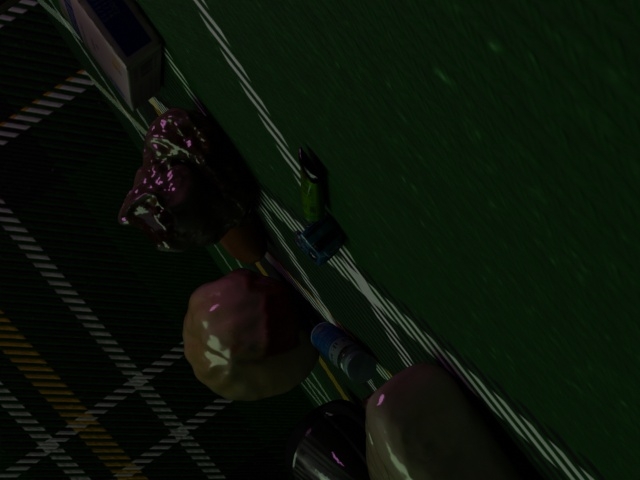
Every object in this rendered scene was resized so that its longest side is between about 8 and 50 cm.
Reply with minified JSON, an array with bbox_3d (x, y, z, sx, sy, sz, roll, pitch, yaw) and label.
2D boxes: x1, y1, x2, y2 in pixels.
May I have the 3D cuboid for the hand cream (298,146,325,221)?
[{"bbox_3d":[-0.009,-0.051,0.980,0.122,0.023,0.036,81,163,-69],"label":"hand cream"}]

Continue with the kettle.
[{"bbox_3d":[0.088,0.485,2.145,0.207,0.251,0.271,20,-169,-44],"label":"kettle"}]

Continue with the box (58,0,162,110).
[{"bbox_3d":[-0.310,-0.311,1.444,0.200,0.065,0.343,55,171,-4],"label":"box"}]

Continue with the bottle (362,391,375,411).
[{"bbox_3d":[0.106,0.303,1.672,0.101,0.063,0.047,54,-160,21],"label":"bottle"}]

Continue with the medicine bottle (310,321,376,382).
[{"bbox_3d":[0.034,0.171,1.534,0.051,0.051,0.191,56,171,-16],"label":"medicine bottle"}]

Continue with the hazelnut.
[{"bbox_3d":[-0.134,0.174,1.849,0.261,0.261,0.241,59,-164,-29],"label":"hazelnut"}]

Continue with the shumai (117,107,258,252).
[{"bbox_3d":[-0.205,-0.069,1.420,0.184,0.185,0.218,53,171,10],"label":"shumai"}]

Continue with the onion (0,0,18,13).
[{"bbox_3d":[-0.568,-0.476,1.554,0.260,0.282,0.336,59,-176,-14],"label":"onion"}]

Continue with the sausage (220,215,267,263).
[{"bbox_3d":[-0.142,-0.030,1.623,0.076,0.076,0.197,47,171,38],"label":"sausage"}]

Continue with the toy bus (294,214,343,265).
[{"bbox_3d":[0.000,0.000,1.080,0.046,0.038,0.083,49,173,5],"label":"toy bus"}]

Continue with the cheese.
[{"bbox_3d":[0.176,0.320,1.082,0.351,0.129,0.328,53,169,18],"label":"cheese"}]
